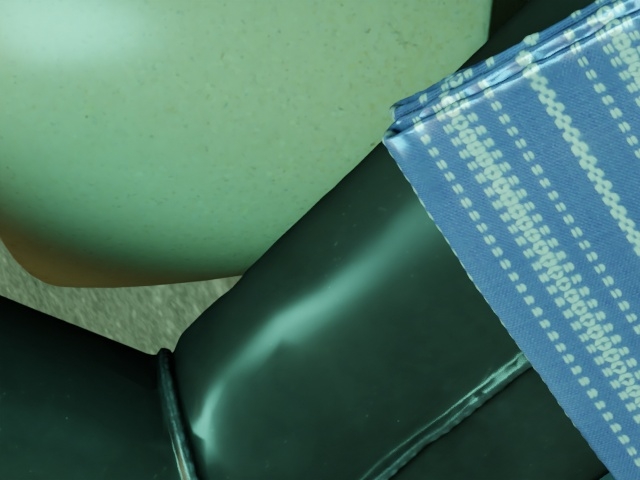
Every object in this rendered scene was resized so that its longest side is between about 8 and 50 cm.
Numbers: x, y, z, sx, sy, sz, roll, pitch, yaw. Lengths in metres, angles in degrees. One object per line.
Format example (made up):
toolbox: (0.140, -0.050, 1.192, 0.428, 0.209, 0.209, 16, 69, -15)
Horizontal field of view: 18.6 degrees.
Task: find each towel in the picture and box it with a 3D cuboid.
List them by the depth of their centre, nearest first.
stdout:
towel: (0.221, -0.027, 0.746, 0.336, 0.040, 0.243, -27, 110, 27)

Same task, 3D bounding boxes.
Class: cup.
cup: (-0.009, -0.123, 1.023, 0.236, 0.331, 0.331, 8, 131, 16)

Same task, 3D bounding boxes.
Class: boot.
boot: (0.001, 0.001, 0.860, 0.367, 0.445, 0.146, 46, -167, -30)

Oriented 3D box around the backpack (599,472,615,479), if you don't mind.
backpack: (0.139, 0.226, 1.069, 0.290, 0.355, 0.273, 53, 147, 5)
